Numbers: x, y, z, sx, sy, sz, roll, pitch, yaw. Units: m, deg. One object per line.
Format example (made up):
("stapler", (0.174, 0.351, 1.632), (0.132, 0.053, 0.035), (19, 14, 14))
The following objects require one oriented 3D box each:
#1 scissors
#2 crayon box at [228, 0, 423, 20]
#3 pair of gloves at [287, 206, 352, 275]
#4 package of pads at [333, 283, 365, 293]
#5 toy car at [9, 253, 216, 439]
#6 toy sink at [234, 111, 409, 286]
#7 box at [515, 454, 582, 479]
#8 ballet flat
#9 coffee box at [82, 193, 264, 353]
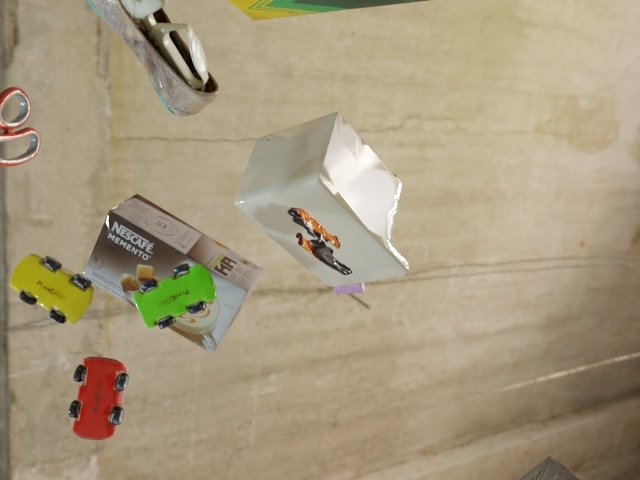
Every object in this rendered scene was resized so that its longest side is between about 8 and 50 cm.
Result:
("scissors", (-0.460, -0.128, 0.894), (0.021, 0.108, 0.297), (8, -160, 15))
("crayon box", (0.022, -0.529, 1.040), (0.313, 0.362, 0.106), (5, 174, 31))
("pair of gloves", (0.000, 0.000, 0.715), (0.074, 0.010, 0.083), (35, -160, -32))
("package of pads", (0.044, 0.043, 1.129), (0.050, 0.083, 0.032), (-4, -173, 10))
("toy car", (-0.232, 0.096, 0.862), (0.225, 0.238, 0.053), (-24, 179, -3))
("toy sink", (0.020, -0.053, 1.016), (0.153, 0.131, 0.234), (-12, 139, 38))
("box", (0.182, 0.360, 0.753), (0.231, 0.183, 0.056), (-26, -140, -22))
("ballet flat", (-0.261, -0.341, 1.109), (0.106, 0.316, 0.107), (-11, -140, 31))
("coffee box", (-0.236, 0.051, 1.137), (0.247, 0.141, 0.098), (31, -156, 0))
